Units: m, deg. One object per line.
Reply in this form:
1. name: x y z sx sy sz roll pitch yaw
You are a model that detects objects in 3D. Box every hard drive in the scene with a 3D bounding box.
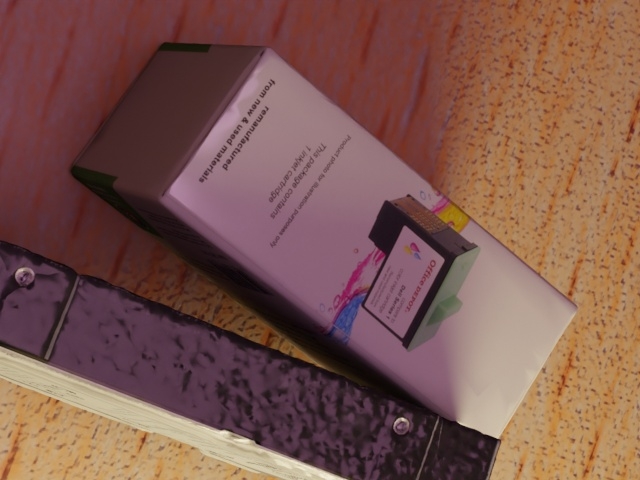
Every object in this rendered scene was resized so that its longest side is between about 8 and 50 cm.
1. hard drive: -0.088 0.088 1.082 0.339 0.237 0.064 22 80 -18

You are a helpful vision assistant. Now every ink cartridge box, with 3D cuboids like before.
1. ink cartridge box: 0.000 0.000 1.146 0.278 0.201 0.117 39 81 -23
